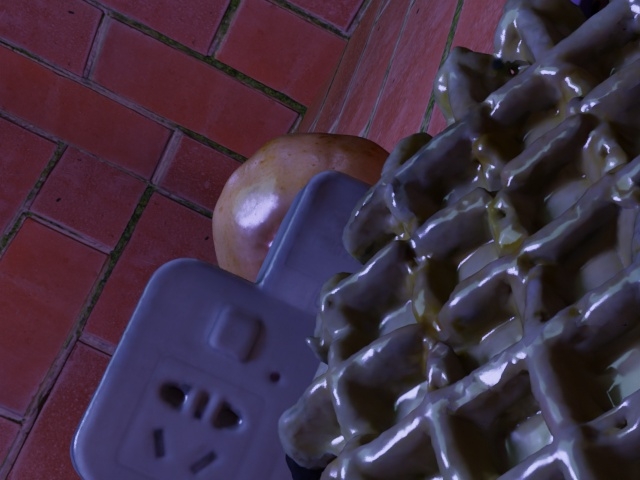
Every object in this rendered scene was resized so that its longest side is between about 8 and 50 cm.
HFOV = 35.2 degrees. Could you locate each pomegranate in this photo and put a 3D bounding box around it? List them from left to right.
[{"bbox_3d":[0.003,-0.004,0.950,0.207,0.207,0.207,-61,9,16],"label":"pomegranate"}]

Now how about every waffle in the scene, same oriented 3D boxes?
[{"bbox_3d":[0.113,0.004,0.394,0.292,0.056,0.309,12,69,54],"label":"waffle"}]

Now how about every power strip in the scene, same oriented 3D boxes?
[{"bbox_3d":[-0.026,0.091,0.727,0.261,0.229,0.141,-67,8,-16],"label":"power strip"}]

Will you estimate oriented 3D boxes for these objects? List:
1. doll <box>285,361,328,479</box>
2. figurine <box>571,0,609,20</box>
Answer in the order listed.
[{"bbox_3d":[0.079,0.053,0.550,0.234,0.135,0.143,-64,9,-28],"label":"doll"},{"bbox_3d":[0.197,-0.161,0.541,0.126,0.114,0.157,-1,50,41],"label":"figurine"}]
